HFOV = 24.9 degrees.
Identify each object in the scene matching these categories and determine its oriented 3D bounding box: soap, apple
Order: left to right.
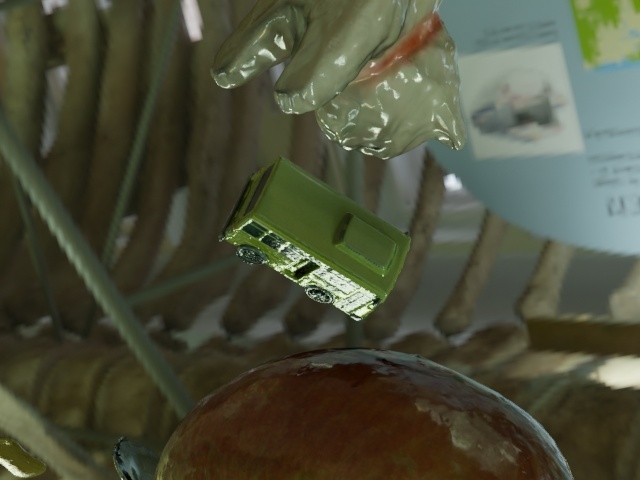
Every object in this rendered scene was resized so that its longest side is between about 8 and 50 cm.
[{"bbox_3d":[-0.295,0.210,1.396,0.034,0.089,0.012,-22,-125,10],"label":"soap"},{"bbox_3d":[0.040,0.209,1.060,0.309,0.277,0.250,35,-142,19],"label":"apple"}]

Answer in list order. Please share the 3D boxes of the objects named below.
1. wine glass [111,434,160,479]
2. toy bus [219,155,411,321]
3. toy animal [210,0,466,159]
[{"bbox_3d":[-0.309,0.433,1.902,0.357,0.190,0.190,-46,-171,8],"label":"wine glass"},{"bbox_3d":[0.000,0.000,1.436,0.101,0.175,0.088,-34,-152,59],"label":"toy bus"},{"bbox_3d":[0.025,-0.206,1.253,0.188,0.266,0.308,29,175,-32],"label":"toy animal"}]
